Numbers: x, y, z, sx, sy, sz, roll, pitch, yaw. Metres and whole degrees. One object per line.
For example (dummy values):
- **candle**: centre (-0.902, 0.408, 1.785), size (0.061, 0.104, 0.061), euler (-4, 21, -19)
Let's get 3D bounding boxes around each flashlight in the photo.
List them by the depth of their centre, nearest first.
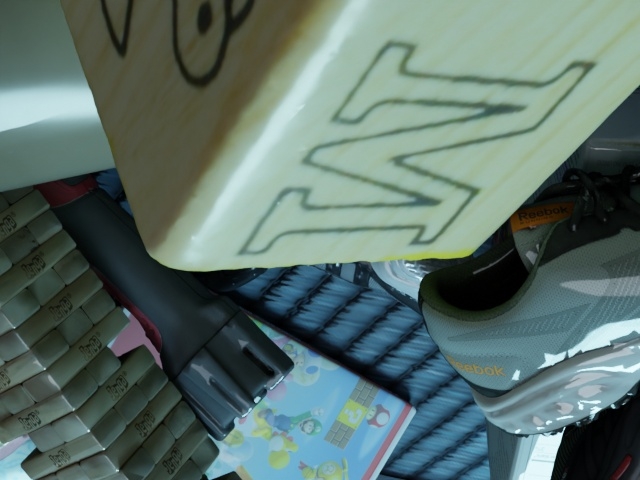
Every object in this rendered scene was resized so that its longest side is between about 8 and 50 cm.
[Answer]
- **flashlight**: centre (-0.163, 0.027, 0.797), size (0.304, 0.103, 0.103), euler (45, 81, 3)

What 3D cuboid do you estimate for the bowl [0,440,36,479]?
- **bowl**: centre (-0.292, 0.309, 1.020), size (0.289, 0.289, 0.156), euler (51, 158, -25)

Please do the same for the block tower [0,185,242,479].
- **block tower**: centre (-0.175, 0.109, 0.736), size (0.097, 0.091, 0.335), euler (-28, 102, 35)

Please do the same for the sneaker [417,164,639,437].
- **sneaker**: centre (0.165, 0.001, 0.509), size (0.271, 0.100, 0.108), euler (-36, 109, 26)

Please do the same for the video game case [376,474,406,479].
- **video game case**: centre (0.047, 0.323, 1.085), size (0.227, 0.026, 0.206), euler (13, 126, -2)

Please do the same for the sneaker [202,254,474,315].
- **sneaker**: centre (0.000, 0.000, 0.826), size (0.268, 0.101, 0.153), euler (40, 126, -18)

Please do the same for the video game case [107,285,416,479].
- **video game case**: centre (-0.081, 0.171, 0.935), size (0.285, 0.025, 0.204), euler (31, 91, -14)

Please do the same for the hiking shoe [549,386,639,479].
- **hiking shoe**: centre (0.186, 0.101, 0.582), size (0.086, 0.114, 0.227), euler (36, 93, -15)

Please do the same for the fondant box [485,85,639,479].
- **fondant box**: centre (0.183, 0.018, 0.723), size (0.096, 0.238, 0.330), euler (5, 125, 1)

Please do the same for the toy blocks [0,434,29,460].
- **toy blocks**: centre (-0.392, 0.103, 0.778), size (0.260, 0.309, 0.288), euler (-31, 94, 19)

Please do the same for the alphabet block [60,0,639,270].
- **alphabet block**: centre (0.019, -0.119, 0.450), size (0.193, 0.192, 0.197), euler (0, 144, -36)

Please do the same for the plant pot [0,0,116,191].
- **plant pot**: centre (-0.185, -0.160, 0.632), size (0.280, 0.323, 0.323), euler (2, 127, -13)
